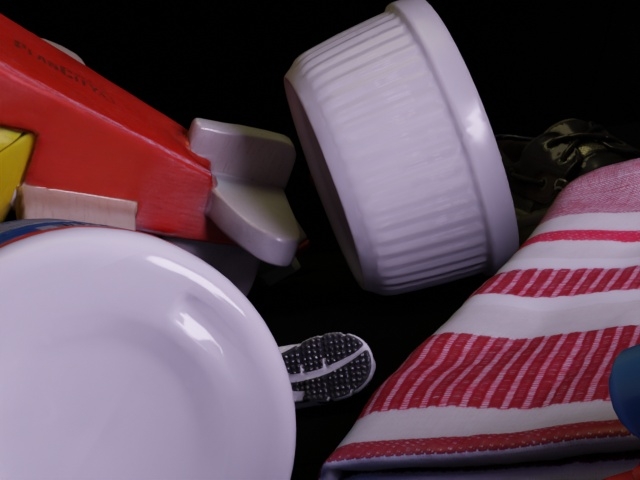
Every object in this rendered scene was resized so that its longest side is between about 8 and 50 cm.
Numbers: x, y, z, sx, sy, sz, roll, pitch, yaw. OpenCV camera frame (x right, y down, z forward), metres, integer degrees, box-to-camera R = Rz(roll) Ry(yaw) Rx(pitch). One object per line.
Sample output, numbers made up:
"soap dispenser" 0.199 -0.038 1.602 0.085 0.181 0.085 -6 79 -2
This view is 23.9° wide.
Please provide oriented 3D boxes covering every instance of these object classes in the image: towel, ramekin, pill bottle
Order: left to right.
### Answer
"pill bottle" -0.094 0.054 0.532 0.124 0.124 0.221 -12 4 -15
"ramekin" 0.052 -0.060 1.076 0.109 0.207 0.207 -20 6 -4
"towel" 0.164 0.014 0.626 0.237 0.037 0.329 -10 14 29

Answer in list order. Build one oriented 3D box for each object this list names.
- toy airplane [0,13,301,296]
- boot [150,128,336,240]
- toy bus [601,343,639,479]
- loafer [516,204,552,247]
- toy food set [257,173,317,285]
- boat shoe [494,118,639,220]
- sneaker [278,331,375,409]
"toy airplane" -0.209 -0.041 1.128 0.272 0.384 0.386 -50 -16 15
"boot" -0.082 -0.046 1.539 0.260 0.131 0.348 -6 -8 -26
"toy bus" 0.174 0.020 0.367 0.211 0.149 0.220 -27 -8 37
"loafer" 0.169 -0.001 1.015 0.056 0.050 0.148 -9 -11 -10
"toy food set" 0.000 0.000 1.281 0.232 0.104 0.111 -31 4 43
"boat shoe" 0.207 -0.054 1.247 0.103 0.092 0.285 -13 5 -18
"sneaker" -0.024 0.070 0.737 0.109 0.040 0.044 -6 -10 12
